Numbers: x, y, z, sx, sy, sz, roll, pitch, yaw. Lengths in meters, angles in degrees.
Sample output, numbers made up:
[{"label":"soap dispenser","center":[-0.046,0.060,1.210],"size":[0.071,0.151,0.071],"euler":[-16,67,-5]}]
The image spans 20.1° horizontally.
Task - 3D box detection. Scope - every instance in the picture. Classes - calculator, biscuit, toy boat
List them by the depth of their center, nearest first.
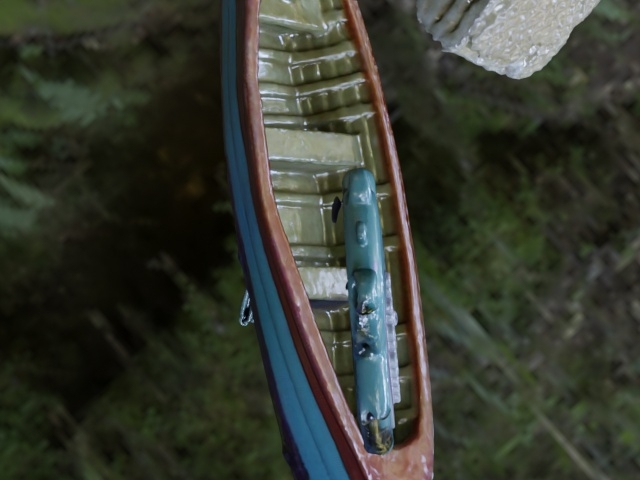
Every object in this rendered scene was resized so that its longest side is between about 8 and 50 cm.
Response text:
[{"label":"calculator","center":[0.017,0.025,0.635],"size":[0.019,0.094,0.141],"euler":[-4,156,2]},{"label":"toy boat","center":[0.000,0.000,1.111],"size":[0.079,0.392,0.136],"euler":[-17,167,40]},{"label":"biscuit","center":[0.246,-0.311,1.419],"size":[0.426,0.078,0.144],"euler":[-51,148,17]}]

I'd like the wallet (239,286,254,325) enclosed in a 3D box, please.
[{"label":"wallet","center":[-0.037,0.000,1.477],"size":[0.129,0.026,0.088],"euler":[-75,180,-50]}]
